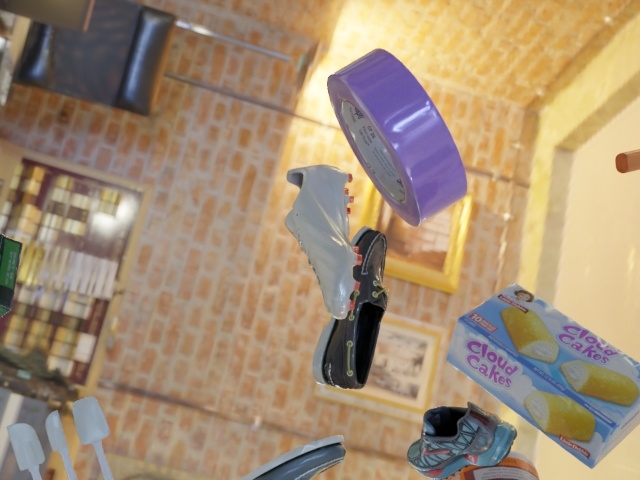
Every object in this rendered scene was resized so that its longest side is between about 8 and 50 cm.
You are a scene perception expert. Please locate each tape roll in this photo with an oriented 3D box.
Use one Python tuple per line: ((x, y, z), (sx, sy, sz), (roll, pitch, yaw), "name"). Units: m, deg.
((0.117, -0.160, 1.458), (0.090, 0.275, 0.275), (-31, -175, -6), "tape roll")

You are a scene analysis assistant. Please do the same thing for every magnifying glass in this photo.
((0.500, -0.126, 1.362), (0.026, 0.231, 0.092), (1, -80, 48), "magnifying glass")

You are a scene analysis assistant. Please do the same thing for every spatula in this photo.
((-0.450, 0.422, 1.687), (0.019, 0.168, 0.242), (-15, -86, 68), "spatula")

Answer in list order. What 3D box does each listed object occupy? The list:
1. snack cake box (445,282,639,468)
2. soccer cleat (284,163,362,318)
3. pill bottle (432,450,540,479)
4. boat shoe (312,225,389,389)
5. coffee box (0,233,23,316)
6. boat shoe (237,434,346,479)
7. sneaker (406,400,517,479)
((0.332, 0.185, 1.334), (0.152, 0.264, 0.089), (-27, 140, -38), "snack cake box")
((0.000, 0.000, 0.987), (0.068, 0.076, 0.196), (101, -12, -51), "soccer cleat")
((0.344, 0.612, 1.749), (0.392, 0.224, 0.224), (-96, -158, -50), "pill bottle")
((0.057, 0.091, 1.252), (0.081, 0.068, 0.228), (38, 65, -54), "boat shoe")
((-0.488, 0.078, 1.309), (0.184, 0.040, 0.113), (-31, -134, 35), "coffee box")
((-0.090, 0.387, 1.323), (0.099, 0.319, 0.116), (59, -1, 18), "boat shoe")
((0.221, 0.332, 1.617), (0.262, 0.125, 0.104), (-36, -162, 52), "sneaker")
